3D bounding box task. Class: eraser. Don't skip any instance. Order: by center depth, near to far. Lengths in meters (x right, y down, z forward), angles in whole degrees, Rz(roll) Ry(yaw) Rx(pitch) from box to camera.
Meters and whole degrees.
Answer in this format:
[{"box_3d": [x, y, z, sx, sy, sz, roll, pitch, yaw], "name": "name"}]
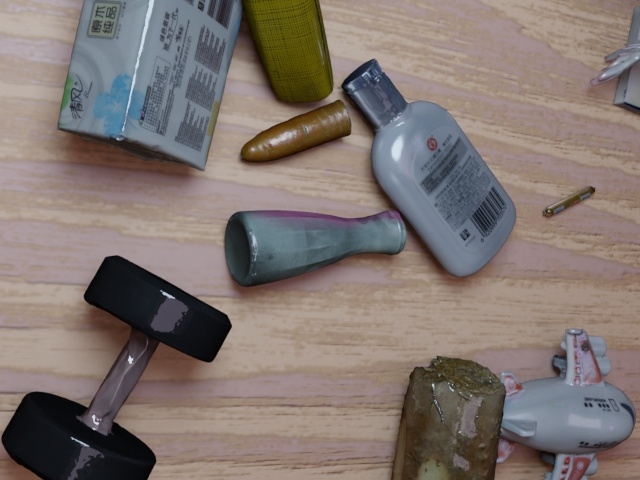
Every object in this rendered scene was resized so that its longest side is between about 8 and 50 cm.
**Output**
[{"box_3d": [0.492, -0.260, 1.135, 0.103, 0.023, 0.151, 14, 88, -22], "name": "eraser"}]

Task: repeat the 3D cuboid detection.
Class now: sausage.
[{"box_3d": [0.355, -0.056, 1.094, 0.100, 0.015, 0.015, -25, 103, -20], "name": "sausage"}]

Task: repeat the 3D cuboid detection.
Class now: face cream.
[{"box_3d": [0.132, -0.095, 0.961, 0.291, 0.071, 0.144, 49, 64, -20], "name": "face cream"}]

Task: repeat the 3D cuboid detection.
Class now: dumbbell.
[{"box_3d": [-0.205, 0.141, 0.791, 0.152, 0.152, 0.218, 32, 81, -22], "name": "dumbbell"}]

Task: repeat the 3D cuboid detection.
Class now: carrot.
[{"box_3d": [-0.029, -0.123, 0.906, 0.139, 0.048, 0.048, -24, 103, -18], "name": "carrot"}]

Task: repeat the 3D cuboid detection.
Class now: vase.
[{"box_3d": [0.000, 0.000, 0.912, 0.214, 0.086, 0.086, -6, 96, -27], "name": "vase"}]

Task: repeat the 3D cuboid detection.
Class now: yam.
[{"box_3d": [0.160, 0.273, 0.969, 0.129, 0.128, 0.238, 10, 91, -12], "name": "yam"}]

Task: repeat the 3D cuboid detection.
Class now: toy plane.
[{"box_3d": [0.332, 0.242, 1.052, 0.252, 0.118, 0.252, -3, 97, -26], "name": "toy plane"}]

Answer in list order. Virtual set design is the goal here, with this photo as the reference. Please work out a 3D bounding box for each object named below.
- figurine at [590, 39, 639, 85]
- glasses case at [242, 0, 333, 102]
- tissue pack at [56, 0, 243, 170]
[{"box_3d": [0.509, -0.331, 1.000, 0.315, 0.284, 0.207, -8, 93, -28], "name": "figurine"}, {"box_3d": [-0.039, -0.243, 0.825, 0.234, 0.079, 0.064, 75, 23, -50], "name": "glasses case"}, {"box_3d": [-0.184, -0.205, 0.787, 0.159, 0.145, 0.230, 15, 87, -67], "name": "tissue pack"}]
